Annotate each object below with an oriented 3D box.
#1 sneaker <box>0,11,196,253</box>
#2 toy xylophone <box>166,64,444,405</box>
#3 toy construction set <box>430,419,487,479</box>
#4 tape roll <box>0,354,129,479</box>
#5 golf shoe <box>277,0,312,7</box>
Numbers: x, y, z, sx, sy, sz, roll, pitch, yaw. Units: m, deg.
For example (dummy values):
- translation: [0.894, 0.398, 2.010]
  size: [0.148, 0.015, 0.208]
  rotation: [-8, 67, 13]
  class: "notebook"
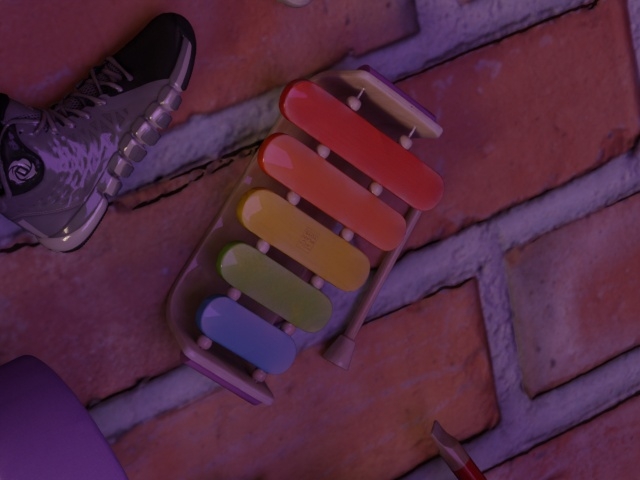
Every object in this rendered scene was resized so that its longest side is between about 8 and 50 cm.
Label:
- translation: [-0.205, -0.110, 1.504]
  size: [0.132, 0.086, 0.228]
  rotation: [30, 89, -33]
  class: "sneaker"
- translation: [0.000, 0.000, 1.667]
  size: [0.236, 0.081, 0.322]
  rotation: [24, 92, -35]
  class: "toy xylophone"
- translation: [0.036, 0.290, 1.722]
  size: [0.237, 0.257, 0.309]
  rotation: [55, 54, -19]
  class: "toy construction set"
- translation: [-0.221, 0.235, 1.485]
  size: [0.090, 0.275, 0.274]
  rotation: [-27, 118, -22]
  class: "tape roll"
- translation: [0.003, -0.285, 1.576]
  size: [0.069, 0.086, 0.176]
  rotation: [6, 104, -35]
  class: "golf shoe"
